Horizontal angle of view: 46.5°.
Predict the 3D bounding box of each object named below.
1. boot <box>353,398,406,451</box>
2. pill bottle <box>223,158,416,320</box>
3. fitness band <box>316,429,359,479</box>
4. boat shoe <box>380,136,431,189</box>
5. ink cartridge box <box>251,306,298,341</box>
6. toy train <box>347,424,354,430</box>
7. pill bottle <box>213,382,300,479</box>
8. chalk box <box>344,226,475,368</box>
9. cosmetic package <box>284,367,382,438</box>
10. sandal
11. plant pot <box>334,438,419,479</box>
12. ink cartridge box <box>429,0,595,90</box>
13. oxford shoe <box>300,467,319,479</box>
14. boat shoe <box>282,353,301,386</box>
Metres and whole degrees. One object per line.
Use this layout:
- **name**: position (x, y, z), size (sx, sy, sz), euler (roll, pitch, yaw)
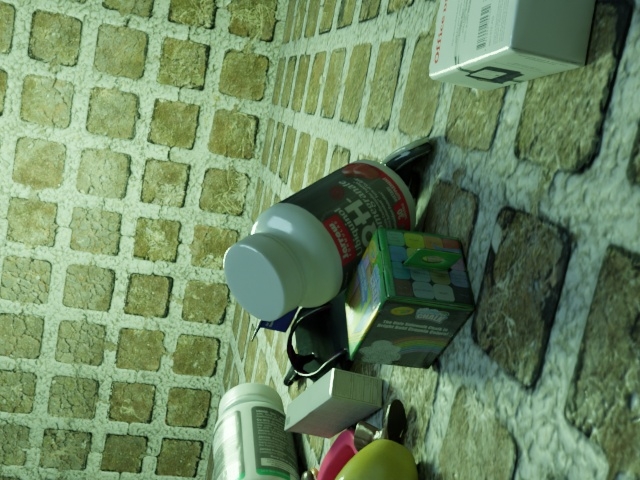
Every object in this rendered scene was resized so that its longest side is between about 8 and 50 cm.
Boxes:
- **boot**: position (0.092, 0.305, 1.223), size (0.114, 0.037, 0.106), euler (-2, 82, 62)
- **pill bottle**: position (0.000, 0.000, 1.206), size (0.176, 0.318, 0.176), euler (23, 129, 32)
- **fitness band**: position (0.045, 0.469, 1.353), size (0.291, 0.054, 0.209), euler (115, 162, -47)
- **boat shoe**: position (0.136, -0.110, 1.319), size (0.079, 0.084, 0.233), euler (59, 149, 8)
- **ink cartridge box**: position (-0.045, 0.073, 1.619), size (0.175, 0.069, 0.371), euler (-64, -3, 26)
- **toy train**: position (0.053, 0.342, 1.459), size (0.083, 0.017, 0.023), euler (-104, 16, -58)
- **pill bottle**: position (-0.159, 0.527, 1.816), size (0.361, 0.204, 0.204), euler (-105, 27, -60)
- **chalk box**: position (0.129, 0.071, 1.071), size (0.213, 0.132, 0.132), euler (114, 159, -45)
- **cosmetic package**: position (0.020, 0.307, 1.388), size (0.239, 0.099, 0.060), euler (131, 152, -54)
- **sandal**: position (0.003, 0.187, 1.444), size (0.167, 0.107, 0.446), euler (63, 156, 13)
- **plant pot**: position (0.093, 0.353, 1.099), size (0.095, 0.134, 0.134), euler (-60, -3, -40)
- **ink cartridge box**: position (0.234, -0.291, 0.926), size (0.237, 0.100, 0.172), euler (-162, 81, -75)
- **oxford shoe**: position (-0.044, 0.603, 1.518), size (0.097, 0.098, 0.271), euler (135, 141, -68)
- **boat shoe**: position (-0.063, 0.338, 1.892), size (0.046, 0.038, 0.125), euler (-33, -26, -44)
